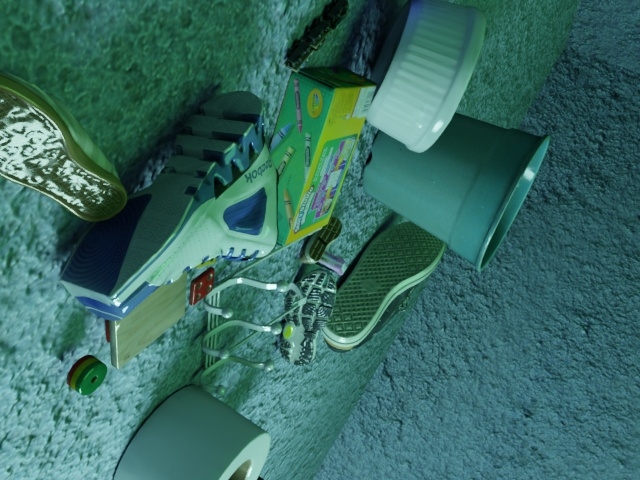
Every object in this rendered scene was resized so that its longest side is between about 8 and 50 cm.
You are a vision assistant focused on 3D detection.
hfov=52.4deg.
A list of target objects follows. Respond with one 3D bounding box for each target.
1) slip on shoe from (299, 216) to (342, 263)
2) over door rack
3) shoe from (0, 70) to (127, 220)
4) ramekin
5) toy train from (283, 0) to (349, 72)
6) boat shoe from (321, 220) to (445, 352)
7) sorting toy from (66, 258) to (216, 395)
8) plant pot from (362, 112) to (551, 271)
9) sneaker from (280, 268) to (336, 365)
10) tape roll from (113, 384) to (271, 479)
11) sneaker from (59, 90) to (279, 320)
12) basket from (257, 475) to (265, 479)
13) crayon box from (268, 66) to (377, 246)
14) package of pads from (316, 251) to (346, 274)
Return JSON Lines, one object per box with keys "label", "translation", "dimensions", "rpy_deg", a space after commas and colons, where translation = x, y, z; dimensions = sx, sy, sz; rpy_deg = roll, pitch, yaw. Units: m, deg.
{"label": "slip on shoe", "translation": [0.000, 0.000, 1.401], "dimensions": [0.041, 0.051, 0.135], "rpy_deg": [-22, -151, 49]}
{"label": "over door rack", "translation": [-0.093, 0.115, 1.208], "dimensions": [0.324, 0.108, 0.240], "rpy_deg": [-44, 155, -44]}
{"label": "shoe", "translation": [-0.252, -0.087, 0.588], "dimensions": [0.076, 0.058, 0.219], "rpy_deg": [-29, 153, -1]}
{"label": "ramekin", "translation": [0.172, -0.302, 1.157], "dimensions": [0.273, 0.127, 0.273], "rpy_deg": [-160, -90, -83]}
{"label": "toy train", "translation": [-0.006, -0.304, 0.970], "dimensions": [0.158, 0.027, 0.036], "rpy_deg": [-54, 171, -24]}
{"label": "boat shoe", "translation": [0.171, 0.124, 1.824], "dimensions": [0.500, 0.186, 0.156], "rpy_deg": [-45, 161, -29]}
{"label": "sorting toy", "translation": [-0.233, 0.075, 0.868], "dimensions": [0.274, 0.046, 0.132], "rpy_deg": [-42, 153, -45]}
{"label": "plant pot", "translation": [0.299, -0.152, 1.513], "dimensions": [0.341, 0.334, 0.341], "rpy_deg": [-52, 160, -29]}
{"label": "sneaker", "translation": [-0.033, 0.165, 1.499], "dimensions": [0.110, 0.106, 0.275], "rpy_deg": [-70, 180, -54]}
{"label": "tape roll", "translation": [-0.226, 0.408, 1.170], "dimensions": [0.246, 0.169, 0.246], "rpy_deg": [-52, 160, -28]}
{"label": "sneaker", "translation": [-0.139, -0.012, 0.794], "dimensions": [0.316, 0.127, 0.182], "rpy_deg": [-54, 140, -24]}
{"label": "basket", "translation": [-0.189, 0.540, 1.366], "dimensions": [0.154, 0.226, 0.204], "rpy_deg": [-57, 162, -13]}
{"label": "crayon box", "translation": [-0.014, -0.142, 1.088], "dimensions": [0.165, 0.081, 0.279], "rpy_deg": [-28, 142, -59]}
{"label": "package of pads", "translation": [0.016, 0.045, 1.434], "dimensions": [0.032, 0.083, 0.050], "rpy_deg": [-63, 166, -14]}
